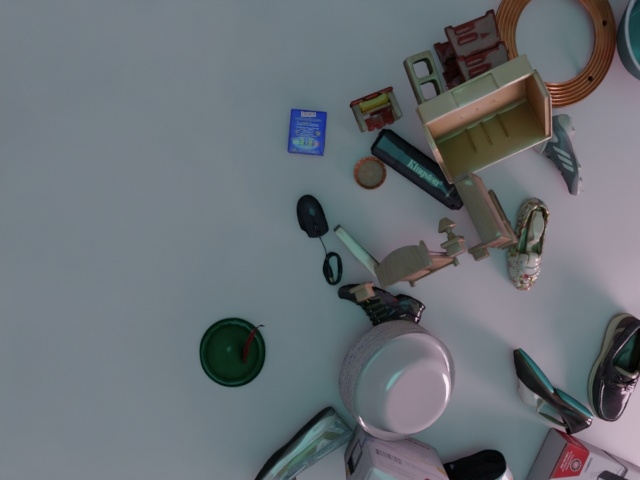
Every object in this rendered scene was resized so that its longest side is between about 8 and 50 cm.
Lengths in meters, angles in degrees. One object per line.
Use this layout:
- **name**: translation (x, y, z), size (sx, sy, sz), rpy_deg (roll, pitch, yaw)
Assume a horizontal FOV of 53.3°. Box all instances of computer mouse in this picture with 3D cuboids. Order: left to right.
- **computer mouse**: translation (0.000, 0.000, 1.611), size (0.071, 0.041, 0.242), rpy_deg (-22, 95, 0)

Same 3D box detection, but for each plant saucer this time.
- **plant saucer**: translation (0.125, -0.170, 1.614), size (0.083, 0.013, 0.084), rpy_deg (0, 95, 0)

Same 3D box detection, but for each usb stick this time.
- **usb stick**: translation (0.251, -0.177, 1.599), size (0.278, 0.045, 0.077), rpy_deg (35, 92, -4)

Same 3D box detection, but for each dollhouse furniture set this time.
- **dollhouse furniture set**: translation (0.240, -0.386, 1.508), size (0.373, 0.201, 0.152), rpy_deg (-20, 95, 2)
- **dollhouse furniture set**: translation (0.260, -0.002, 1.559), size (0.355, 0.303, 0.174), rpy_deg (-29, 74, 24)

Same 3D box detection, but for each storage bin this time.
- **storage bin**: translation (0.372, -0.269, 1.440), size (0.262, 0.260, 0.123), rpy_deg (-24, 72, 14)

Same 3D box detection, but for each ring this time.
- **ring**: translation (0.571, -0.494, 1.562), size (0.336, 0.032, 0.337), rpy_deg (-1, 96, -13)

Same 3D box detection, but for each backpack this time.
- **backpack**: translation (0.397, 0.617, 1.601), size (0.188, 0.166, 0.144), rpy_deg (-31, 95, 5)

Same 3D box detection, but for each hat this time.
- **hat**: translation (-0.224, 0.283, 1.556), size (0.172, 0.183, 0.209), rpy_deg (6, 94, -1)

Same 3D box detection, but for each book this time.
- **book**: translation (0.089, 0.021, 1.587), size (0.035, 0.096, 0.144), rpy_deg (-44, 95, 2)

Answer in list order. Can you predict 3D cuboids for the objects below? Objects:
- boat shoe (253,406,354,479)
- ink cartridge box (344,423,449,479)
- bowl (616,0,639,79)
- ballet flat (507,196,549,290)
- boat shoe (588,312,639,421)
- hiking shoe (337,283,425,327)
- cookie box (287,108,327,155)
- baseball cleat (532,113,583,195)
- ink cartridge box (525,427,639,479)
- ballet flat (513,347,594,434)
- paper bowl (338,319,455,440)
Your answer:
- **boat shoe**: translation (-0.058, 0.565, 1.617), size (0.320, 0.118, 0.103), rpy_deg (-44, 89, -4)
- **ink cartridge box**: translation (0.183, 0.570, 1.524), size (0.226, 0.306, 0.131), rpy_deg (25, 93, -2)
- **bowl**: translation (0.846, -0.493, 1.527), size (0.311, 0.163, 0.312), rpy_deg (0, 94, 0)
- **ballet flat**: translation (0.524, 0.011, 1.602), size (0.091, 0.077, 0.241), rpy_deg (4, 95, -3)
- **boat shoe**: translation (0.762, 0.329, 1.621), size (0.102, 0.092, 0.285), rpy_deg (14, 94, -2)
- **hiking shoe**: translation (0.147, 0.179, 1.604), size (0.226, 0.086, 0.114), rpy_deg (15, 91, -3)
- **cookie box**: translation (-0.032, -0.269, 1.590), size (0.091, 0.040, 0.107), rpy_deg (6, 94, -1)
- **baseball cleat**: translation (0.594, -0.209, 1.600), size (0.109, 0.072, 0.206), rpy_deg (-9, 90, 13)
- **ink cartridge box**: translation (0.691, 0.636, 1.633), size (0.272, 0.114, 0.197), rpy_deg (24, 93, -4)
- **ballet flat**: translation (0.572, 0.398, 1.627), size (0.280, 0.095, 0.096), rpy_deg (43, 105, -4)
- **paper bowl**: translation (0.199, 0.349, 1.543), size (0.284, 0.148, 0.285), rpy_deg (-6, 107, -22)
